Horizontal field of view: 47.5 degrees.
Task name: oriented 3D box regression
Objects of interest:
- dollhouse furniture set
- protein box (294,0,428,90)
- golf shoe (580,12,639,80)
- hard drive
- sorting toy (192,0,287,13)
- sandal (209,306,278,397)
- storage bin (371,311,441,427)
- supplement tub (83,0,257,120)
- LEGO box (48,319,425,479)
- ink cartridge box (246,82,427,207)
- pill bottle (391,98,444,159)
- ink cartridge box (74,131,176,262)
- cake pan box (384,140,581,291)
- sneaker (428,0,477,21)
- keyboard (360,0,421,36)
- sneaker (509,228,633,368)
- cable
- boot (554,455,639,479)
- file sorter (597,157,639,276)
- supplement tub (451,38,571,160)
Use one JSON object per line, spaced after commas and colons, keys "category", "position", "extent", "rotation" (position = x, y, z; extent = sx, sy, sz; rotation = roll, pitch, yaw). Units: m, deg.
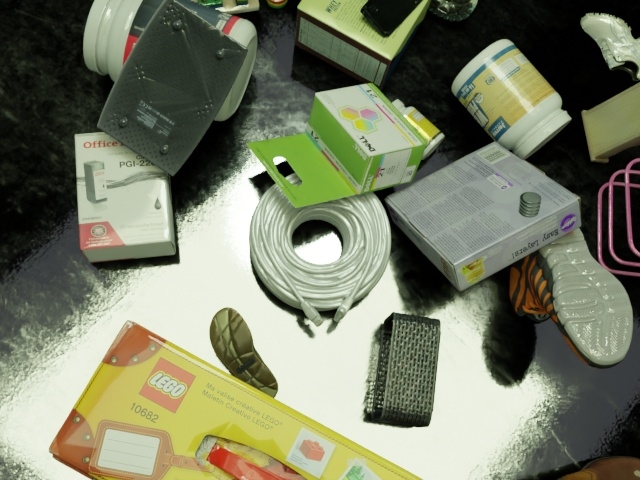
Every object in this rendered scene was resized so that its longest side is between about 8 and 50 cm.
{"category": "dollhouse furniture set", "position": [0.667, -0.224, 1.429], "extent": [0.242, 0.161, 0.212], "rotation": [3, 73, -28]}
{"category": "protein box", "position": [0.084, -0.440, 1.410], "extent": [0.201, 0.136, 0.200], "rotation": [30, 75, 3]}
{"category": "golf shoe", "position": [0.602, -0.396, 1.485], "extent": [0.176, 0.069, 0.086], "rotation": [32, 80, 5]}
{"category": "hard drive", "position": [-0.246, -0.256, 1.219], "extent": [0.172, 0.054, 0.255], "rotation": [33, 108, -5]}
{"category": "sorting toy", "position": [-0.207, -0.520, 1.452], "extent": [0.274, 0.046, 0.132], "rotation": [-10, 76, -7]}
{"category": "sandal", "position": [-0.135, 0.201, 1.265], "extent": [0.072, 0.049, 0.180], "rotation": [-32, 95, -7]}
{"category": "storage bin", "position": [0.146, 0.222, 1.242], "extent": [0.084, 0.122, 0.180], "rotation": [10, 74, -2]}
{"category": "supplement tub", "position": [-0.267, -0.345, 1.323], "extent": [0.272, 0.191, 0.191], "rotation": [19, 74, 0]}
{"category": "LEGO box", "position": [-0.087, 0.341, 1.060], "extent": [0.500, 0.372, 0.193], "rotation": [28, 74, 2]}
{"category": "ink cartridge box", "position": [0.028, -0.171, 1.283], "extent": [0.255, 0.097, 0.189], "rotation": [-16, 53, -31]}
{"category": "pill bottle", "position": [0.175, -0.215, 1.394], "extent": [0.116, 0.065, 0.065], "rotation": [44, 75, 8]}
{"category": "ink cartridge box", "position": [-0.347, -0.082, 1.297], "extent": [0.158, 0.092, 0.218], "rotation": [-6, 73, -8]}
{"category": "cake pan box", "position": [0.275, -0.055, 1.279], "extent": [0.245, 0.070, 0.267], "rotation": [-27, 37, -9]}
{"category": "sneaker", "position": [0.202, -0.558, 1.487], "extent": [0.283, 0.110, 0.122], "rotation": [33, 57, 2]}
{"category": "keyboard", "position": [0.142, -0.469, 1.343], "extent": [0.100, 0.038, 0.192], "rotation": [46, 73, -17]}
{"category": "sneaker", "position": [0.422, 0.111, 1.254], "extent": [0.124, 0.180, 0.321], "rotation": [-2, 47, -6]}
{"category": "cable", "position": [0.000, 0.000, 1.308], "extent": [0.257, 0.089, 0.257], "rotation": [43, 75, 8]}
{"category": "boot", "position": [0.459, 0.400, 1.140], "extent": [0.264, 0.280, 0.096], "rotation": [-5, 75, -6]}
{"category": "file sorter", "position": [0.626, -0.056, 1.279], "extent": [0.182, 0.291, 0.202], "rotation": [6, 74, 0]}
{"category": "supplement tub", "position": [0.363, -0.265, 1.384], "extent": [0.144, 0.144, 0.200], "rotation": [-36, 80, -13]}
